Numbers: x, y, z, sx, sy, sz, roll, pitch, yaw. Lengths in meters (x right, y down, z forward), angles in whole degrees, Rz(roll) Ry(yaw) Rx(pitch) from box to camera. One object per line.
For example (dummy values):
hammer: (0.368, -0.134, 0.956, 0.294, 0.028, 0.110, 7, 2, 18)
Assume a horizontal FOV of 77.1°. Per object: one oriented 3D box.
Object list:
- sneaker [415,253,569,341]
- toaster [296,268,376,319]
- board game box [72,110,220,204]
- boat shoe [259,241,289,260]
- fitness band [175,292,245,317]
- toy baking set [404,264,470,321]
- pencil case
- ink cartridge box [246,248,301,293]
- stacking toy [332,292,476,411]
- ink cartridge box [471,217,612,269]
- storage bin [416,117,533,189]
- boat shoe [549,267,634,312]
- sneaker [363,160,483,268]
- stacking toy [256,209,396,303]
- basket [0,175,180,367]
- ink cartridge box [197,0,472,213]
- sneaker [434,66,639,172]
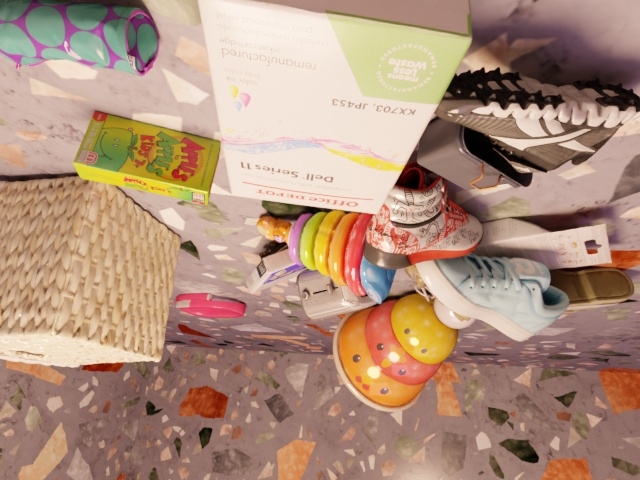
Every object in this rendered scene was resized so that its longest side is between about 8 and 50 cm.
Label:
sneaker: (0.332, 0.069, 0.755, 0.365, 0.135, 0.150, 25, 124, -31)
toaster: (0.062, 0.111, 0.970, 0.146, 0.129, 0.226, -18, 169, 38)
board game box: (-0.249, -0.121, 0.596, 0.181, 0.092, 0.043, 12, 155, -12)
boat shoe: (-0.106, 0.024, 0.943, 0.048, 0.042, 0.133, -16, 168, -37)
fitness band: (-0.433, 0.258, 1.567, 0.290, 0.054, 0.209, -5, 157, 26)
toy baking set: (0.238, 0.101, 0.911, 0.197, 0.030, 0.256, 51, 175, -32)
pencil case: (-0.256, -0.212, 0.423, 0.151, 0.065, 0.070, 7, 132, 1)
ink cartridge box: (-0.060, 0.055, 0.963, 0.208, 0.045, 0.206, -18, 168, -26)
stacking toy: (0.280, 0.267, 1.194, 0.350, 0.351, 0.480, 15, 136, -20)
ink cartridge box: (0.417, 0.007, 0.775, 0.224, 0.056, 0.181, -14, 149, 33)
storage bin: (0.195, -0.110, 0.519, 0.135, 0.098, 0.091, 19, 164, -28)
boat shoe: (0.533, 0.121, 0.923, 0.301, 0.113, 0.103, 3, 151, 5)
sneaker: (0.190, -0.050, 0.640, 0.269, 0.090, 0.145, -12, 124, -34)
stacking toy: (0.000, 0.000, 0.779, 0.301, 0.166, 0.175, 13, 159, 23)
basket: (-0.500, 0.077, 0.838, 0.266, 0.332, 0.328, -5, 155, 12)
ink cartridge box: (-0.002, -0.137, 0.461, 0.206, 0.119, 0.353, 7, 156, -4)
sneaker: (0.219, -0.117, 0.431, 0.234, 0.078, 0.106, -2, 135, -15)
